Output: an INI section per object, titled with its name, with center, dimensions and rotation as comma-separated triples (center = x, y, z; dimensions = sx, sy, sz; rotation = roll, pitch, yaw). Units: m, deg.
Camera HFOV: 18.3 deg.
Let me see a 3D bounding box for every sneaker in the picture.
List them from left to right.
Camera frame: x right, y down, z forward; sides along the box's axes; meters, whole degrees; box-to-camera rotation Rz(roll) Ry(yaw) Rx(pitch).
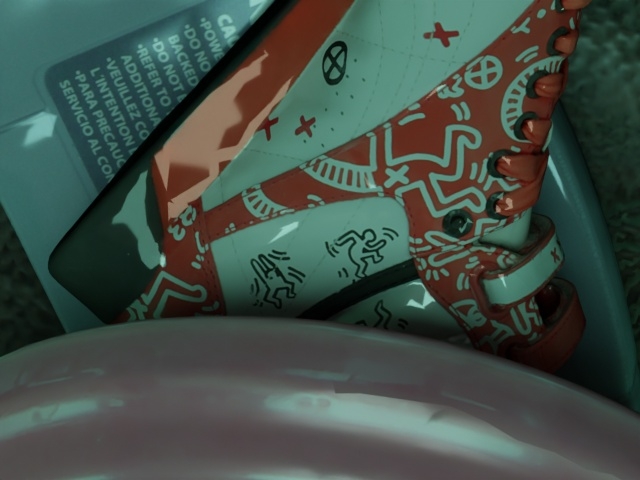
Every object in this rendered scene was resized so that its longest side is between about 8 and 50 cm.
[sneaker]
center = 0.049, -0.036, 0.625
dimensions = 0.145, 0.090, 0.270
rotation = 42, 114, -8

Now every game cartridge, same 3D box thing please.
[game cartridge]
center = 0.000, 0.000, 0.718
dimensions = 0.196, 0.060, 0.294
rotation = -19, 106, 19

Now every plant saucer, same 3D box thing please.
[plant saucer]
center = 0.006, 0.154, 0.672
dimensions = 0.332, 0.084, 0.332
rotation = 9, 143, 7
